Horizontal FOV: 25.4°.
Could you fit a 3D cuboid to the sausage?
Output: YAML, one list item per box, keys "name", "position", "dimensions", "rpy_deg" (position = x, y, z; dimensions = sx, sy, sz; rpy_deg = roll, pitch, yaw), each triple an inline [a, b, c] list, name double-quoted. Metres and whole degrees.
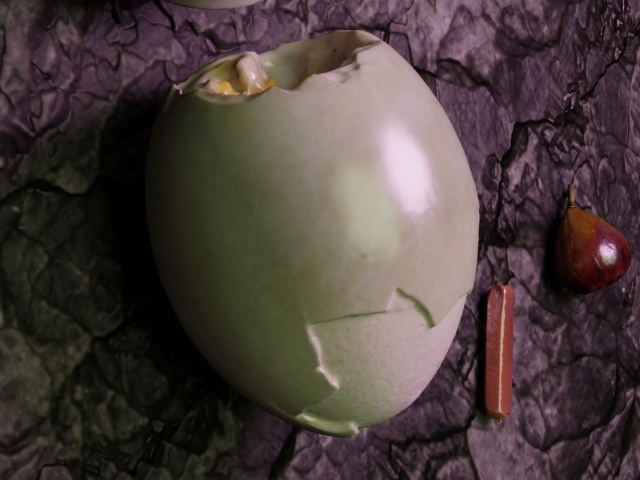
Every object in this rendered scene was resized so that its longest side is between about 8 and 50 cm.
- name: "sausage"
  position: [0.191, 0.120, 1.516]
  dimensions: [0.030, 0.035, 0.147]
  rpy_deg: [18, 74, -59]

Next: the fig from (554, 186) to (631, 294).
- name: "fig"
  position: [0.295, -0.004, 1.603]
  dimensions: [0.089, 0.089, 0.125]
  rpy_deg: [-7, 65, -41]

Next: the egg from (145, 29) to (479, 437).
- name: "egg"
  position: [0.000, 0.000, 1.206]
  dimensions: [0.278, 0.278, 0.336]
  rpy_deg: [-29, 108, -39]

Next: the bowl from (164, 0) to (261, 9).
- name: "bowl"
  position: [-0.094, -0.301, 1.206]
  dimensions: [0.337, 0.337, 0.158]
  rpy_deg: [-33, 147, -38]
